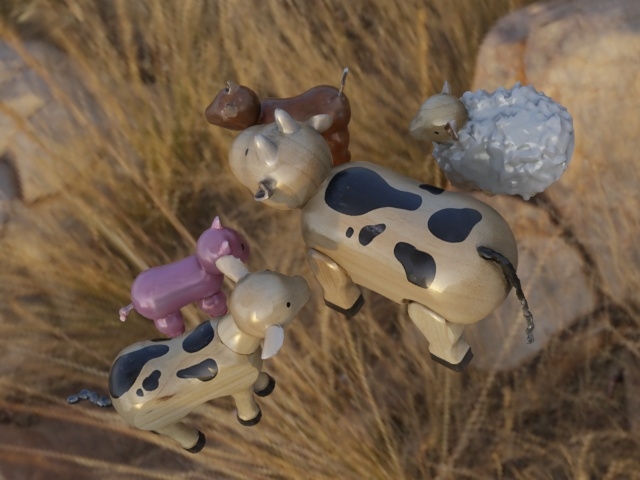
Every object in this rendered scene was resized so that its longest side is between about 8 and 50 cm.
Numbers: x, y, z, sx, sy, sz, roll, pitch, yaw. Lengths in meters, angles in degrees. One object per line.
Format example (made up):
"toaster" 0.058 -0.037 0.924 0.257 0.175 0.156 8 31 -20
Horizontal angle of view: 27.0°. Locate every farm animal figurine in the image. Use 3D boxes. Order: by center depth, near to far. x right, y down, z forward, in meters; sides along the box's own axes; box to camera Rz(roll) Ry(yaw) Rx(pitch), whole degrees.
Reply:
"farm animal figurine" 0.000 0.000 0.980 0.326 0.172 0.330 8 62 18
